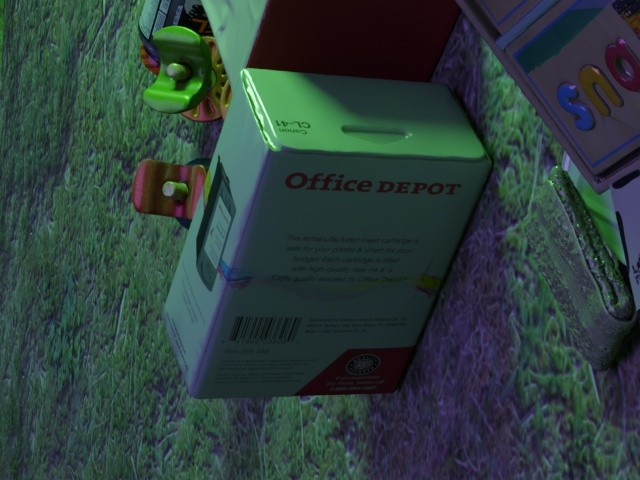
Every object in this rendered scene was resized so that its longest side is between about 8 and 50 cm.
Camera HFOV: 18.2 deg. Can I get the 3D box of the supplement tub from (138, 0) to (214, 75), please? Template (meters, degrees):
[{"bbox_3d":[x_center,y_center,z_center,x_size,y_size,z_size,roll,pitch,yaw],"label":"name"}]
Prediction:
[{"bbox_3d":[-0.155,-0.292,2.434,0.117,0.117,0.190,-110,30,-43],"label":"supplement tub"}]

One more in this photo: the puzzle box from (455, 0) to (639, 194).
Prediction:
[{"bbox_3d":[0.208,-0.200,1.319,0.272,0.052,0.409,53,157,2],"label":"puzzle box"}]

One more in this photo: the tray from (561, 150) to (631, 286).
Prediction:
[{"bbox_3d":[0.248,-0.030,1.538,0.270,0.030,0.145,-139,55,-62],"label":"tray"}]

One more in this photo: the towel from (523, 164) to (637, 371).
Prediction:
[{"bbox_3d":[0.203,0.024,1.584,0.110,0.027,0.148,101,148,-62],"label":"towel"}]

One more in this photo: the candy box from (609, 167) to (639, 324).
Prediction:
[{"bbox_3d":[0.298,0.000,1.317,0.233,0.071,0.159,-31,65,57],"label":"candy box"}]

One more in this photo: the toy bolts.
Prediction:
[{"bbox_3d":[-0.101,-0.116,2.334,0.218,0.158,0.228,14,92,27],"label":"toy bolts"}]

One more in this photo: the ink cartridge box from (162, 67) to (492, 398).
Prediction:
[{"bbox_3d":[0.000,0.000,1.885,0.131,0.226,0.306,-115,35,-46],"label":"ink cartridge box"}]

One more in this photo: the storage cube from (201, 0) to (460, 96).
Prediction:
[{"bbox_3d":[0.009,-0.254,1.927,0.215,0.193,0.184,112,151,-41],"label":"storage cube"}]
